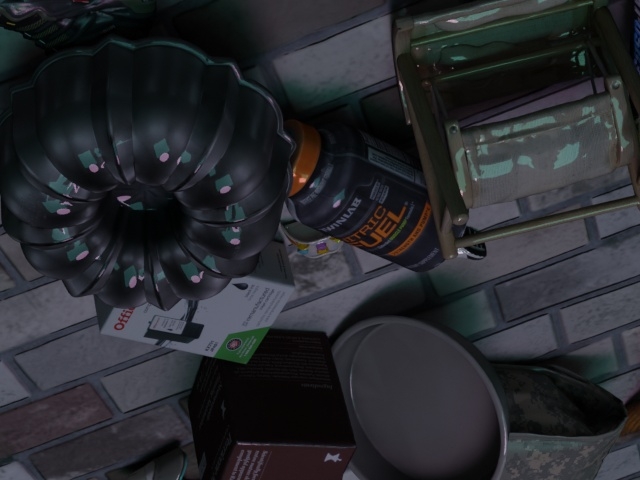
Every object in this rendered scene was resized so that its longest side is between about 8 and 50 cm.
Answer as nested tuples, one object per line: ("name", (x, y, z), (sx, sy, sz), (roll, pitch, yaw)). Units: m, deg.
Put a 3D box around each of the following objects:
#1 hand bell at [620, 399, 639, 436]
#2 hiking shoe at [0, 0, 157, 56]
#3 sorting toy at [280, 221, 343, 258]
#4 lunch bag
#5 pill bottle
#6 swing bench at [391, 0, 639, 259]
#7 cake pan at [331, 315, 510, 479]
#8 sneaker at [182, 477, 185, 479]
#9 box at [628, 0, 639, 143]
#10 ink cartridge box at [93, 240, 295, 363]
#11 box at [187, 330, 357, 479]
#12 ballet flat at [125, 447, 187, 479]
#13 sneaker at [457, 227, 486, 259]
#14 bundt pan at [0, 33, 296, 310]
("hand bell", (0.515, 0.236, 2.009), (0.126, 0.126, 0.242), (2, 146, -17))
("hiking shoe", (-0.276, -0.220, 1.334), (0.227, 0.086, 0.114), (-3, 131, -14))
("sorting toy", (0.000, 0.000, 1.665), (0.083, 0.044, 0.075), (-17, 154, 2))
("lunch bag", (0.291, 0.309, 1.950), (0.287, 0.169, 0.235), (4, 131, -13))
("pill bottle", (0.047, -0.059, 1.549), (0.246, 0.130, 0.130), (22, 124, -31))
("swing bench", (0.230, -0.143, 1.463), (0.253, 0.254, 0.165), (-13, 165, -2))
("cake pan", (0.134, 0.232, 1.788), (0.054, 0.293, 0.293), (-27, 155, -51))
("sneaker", (-0.152, 0.400, 1.988), (0.178, 0.072, 0.077), (7, 121, -29))
("box", (0.485, -0.258, 1.472), (0.296, 0.073, 0.293), (-24, 135, -13))
("ink cartridge box", (-0.160, 0.060, 1.638), (0.208, 0.086, 0.153), (14, 127, -26))
("box", (-0.070, 0.247, 1.764), (0.167, 0.203, 0.168), (6, 131, -20))
("ballet flat", (-0.266, 0.379, 1.933), (0.068, 0.072, 0.213), (17, 128, -23))
("sneaker", (0.169, 0.004, 1.716), (0.109, 0.040, 0.044), (17, 143, -25))
("bundt pan", (-0.187, -0.047, 1.382), (0.331, 0.124, 0.330), (-2, 134, -2))
